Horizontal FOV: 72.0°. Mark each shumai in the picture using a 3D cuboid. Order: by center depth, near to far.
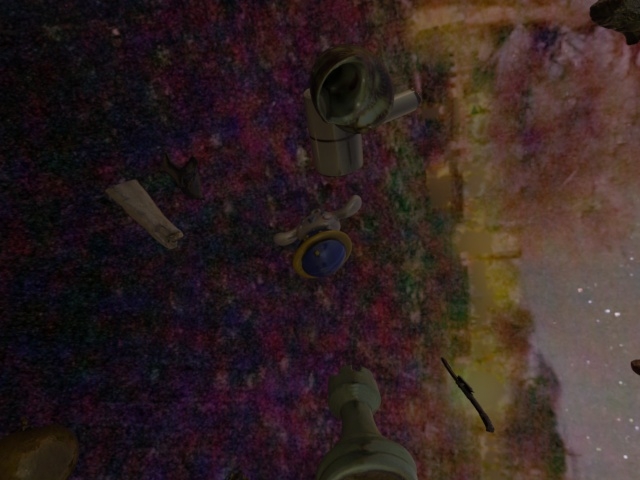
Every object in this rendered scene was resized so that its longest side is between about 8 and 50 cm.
[{"bbox_3d":[0.458,-0.334,0.668,0.083,0.082,0.080,-100,166,-69],"label":"shumai"}]

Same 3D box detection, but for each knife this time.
[{"bbox_3d":[0.326,0.335,0.972,0.045,0.021,0.222,33,15,-24],"label":"knife"}]

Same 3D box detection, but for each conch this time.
[{"bbox_3d":[0.051,-0.279,0.837,0.187,0.124,0.181,-32,134,-20],"label":"conch"}]

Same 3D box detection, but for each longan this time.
[{"bbox_3d":[-0.270,0.202,0.414,0.083,0.075,0.075,57,3,32],"label":"longan"}]

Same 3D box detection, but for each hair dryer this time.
[{"bbox_3d":[0.129,-0.317,1.113,0.362,0.128,0.203,-28,128,-24],"label":"hair dryer"}]

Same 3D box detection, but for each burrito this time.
[{"bbox_3d":[-0.453,-0.070,1.158,0.226,0.060,0.087,53,40,-26],"label":"burrito"}]

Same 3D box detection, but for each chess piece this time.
[{"bbox_3d":[0.083,0.408,0.936,0.299,0.194,0.194,-95,172,-65],"label":"chess piece"}]

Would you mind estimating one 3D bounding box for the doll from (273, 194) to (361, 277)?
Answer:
[{"bbox_3d":[0.029,-0.005,1.386,0.159,0.311,0.242,52,3,-28],"label":"doll"}]

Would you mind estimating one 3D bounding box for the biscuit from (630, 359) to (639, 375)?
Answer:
[{"bbox_3d":[0.738,0.262,0.827,0.203,0.260,0.041,-9,97,-43],"label":"biscuit"}]

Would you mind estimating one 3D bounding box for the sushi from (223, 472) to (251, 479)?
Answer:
[{"bbox_3d":[-0.193,0.644,0.976,0.291,0.139,0.131,-68,167,20],"label":"sushi"}]

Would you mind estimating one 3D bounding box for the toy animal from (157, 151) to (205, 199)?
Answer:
[{"bbox_3d":[-0.443,-0.215,1.489,0.117,0.121,0.210,-58,165,-9],"label":"toy animal"}]
